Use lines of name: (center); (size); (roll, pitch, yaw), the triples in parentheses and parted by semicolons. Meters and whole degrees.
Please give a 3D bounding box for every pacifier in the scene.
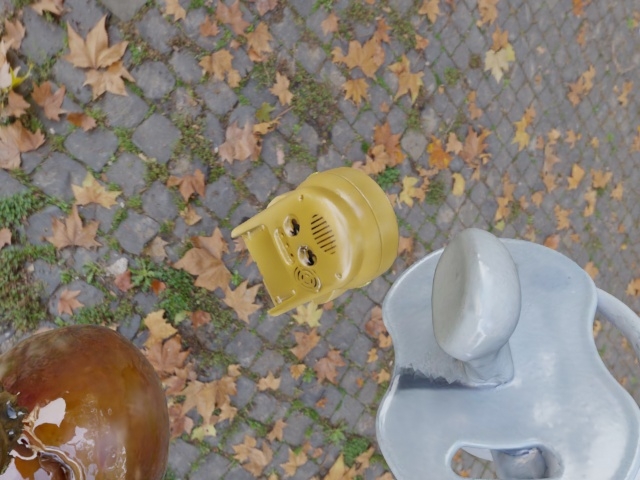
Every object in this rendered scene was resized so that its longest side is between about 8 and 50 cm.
pacifier: (0.143, 0.069, 0.366); (0.207, 0.227, 0.279); (58, 29, -38)

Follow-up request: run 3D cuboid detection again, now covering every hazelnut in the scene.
hazelnut: (-0.404, 0.313, 0.696); (0.372, 0.372, 0.315); (-47, 159, -20)

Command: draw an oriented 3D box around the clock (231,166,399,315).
clock: (0.000, 0.000, 0.886); (0.200, 0.317, 0.244); (-28, 91, -38)

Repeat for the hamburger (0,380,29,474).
hamburger: (-0.366, 0.173, 0.394); (0.190, 0.118, 0.182); (-9, 117, -23)
